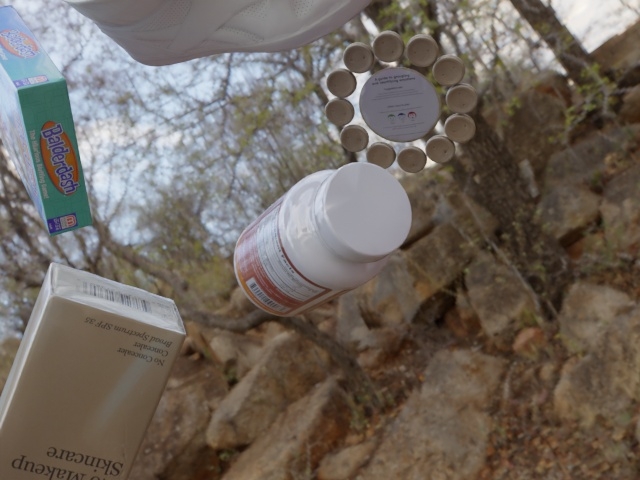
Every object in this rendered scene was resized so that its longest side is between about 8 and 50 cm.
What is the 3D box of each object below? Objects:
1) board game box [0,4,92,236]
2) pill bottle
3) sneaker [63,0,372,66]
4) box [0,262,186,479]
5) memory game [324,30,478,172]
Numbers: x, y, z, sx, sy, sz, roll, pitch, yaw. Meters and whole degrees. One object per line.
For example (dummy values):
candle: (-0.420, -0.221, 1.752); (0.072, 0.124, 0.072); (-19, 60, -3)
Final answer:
board game box: (-0.295, -0.127, 0.833); (0.047, 0.210, 0.160); (-17, -49, -24)
pill bottle: (0.000, 0.000, 0.836); (0.121, 0.121, 0.216); (-22, -6, -30)
sneaker: (-0.097, -0.241, 0.735); (0.292, 0.108, 0.169); (-12, -15, 20)
box: (-0.267, 0.198, 0.860); (0.311, 0.148, 0.121); (-69, 21, 7)
memory game: (0.093, -0.160, 0.969); (0.186, 0.186, 0.012); (-40, 16, 37)
